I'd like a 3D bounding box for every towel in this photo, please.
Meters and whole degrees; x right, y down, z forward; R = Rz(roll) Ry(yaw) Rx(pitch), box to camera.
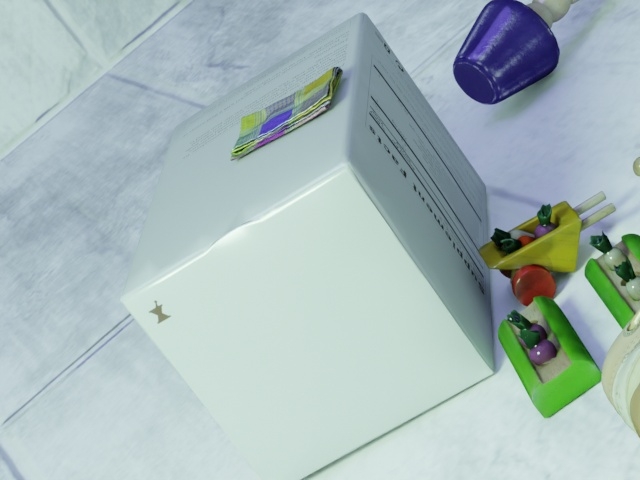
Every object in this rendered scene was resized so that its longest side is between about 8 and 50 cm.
[{"bbox_3d":[-0.022,-0.085,1.308,0.083,0.009,0.060,-27,22,22],"label":"towel"}]

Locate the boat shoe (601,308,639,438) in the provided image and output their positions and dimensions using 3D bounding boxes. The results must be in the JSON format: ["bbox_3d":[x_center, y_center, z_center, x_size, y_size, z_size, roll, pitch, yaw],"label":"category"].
[{"bbox_3d":[0.265,-0.009,0.998,0.302,0.109,0.098,-43,19,3],"label":"boat shoe"}]

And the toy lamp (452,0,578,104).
[{"bbox_3d":[0.211,-0.213,1.636,0.274,0.080,0.080,-44,19,-22],"label":"toy lamp"}]

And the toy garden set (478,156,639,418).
[{"bbox_3d":[0.203,-0.017,1.218,0.244,0.049,0.204,-36,18,6],"label":"toy garden set"}]

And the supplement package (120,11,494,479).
[{"bbox_3d":[0.000,0.000,1.357,0.177,0.175,0.293,-30,20,17],"label":"supplement package"}]
